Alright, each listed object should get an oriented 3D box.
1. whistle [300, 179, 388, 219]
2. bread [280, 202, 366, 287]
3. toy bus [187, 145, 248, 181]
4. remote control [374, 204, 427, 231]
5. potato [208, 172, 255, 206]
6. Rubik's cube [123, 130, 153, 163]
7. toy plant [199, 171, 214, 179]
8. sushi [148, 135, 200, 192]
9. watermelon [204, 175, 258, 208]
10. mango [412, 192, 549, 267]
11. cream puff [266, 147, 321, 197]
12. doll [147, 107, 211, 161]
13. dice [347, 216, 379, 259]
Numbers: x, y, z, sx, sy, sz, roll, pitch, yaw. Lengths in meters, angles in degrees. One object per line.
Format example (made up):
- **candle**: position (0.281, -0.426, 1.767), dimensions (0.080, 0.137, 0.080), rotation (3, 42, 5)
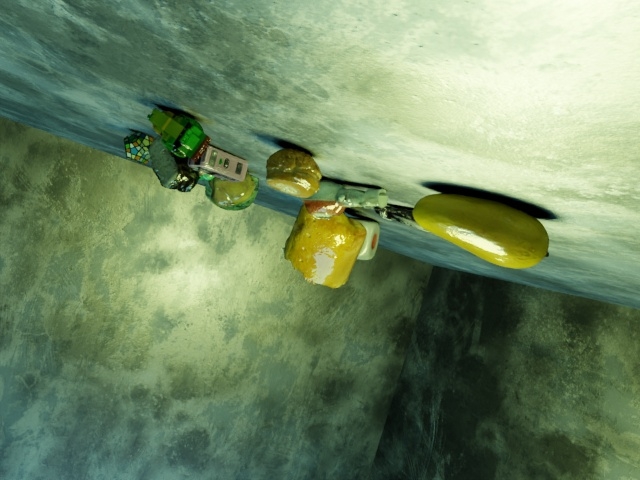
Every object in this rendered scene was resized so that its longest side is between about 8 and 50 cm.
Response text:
- **whistle**: position (0.065, -0.133, 1.558), dimensions (0.346, 0.134, 0.142), rotation (5, 161, 43)
- **bread**: position (0.000, 0.000, 2.148), dimensions (0.361, 0.394, 0.250), rotation (35, -136, 16)
- **toy bus**: position (-0.365, -0.275, 1.701), dimensions (0.108, 0.096, 0.199), rotation (10, 175, 45)
- **remote control**: position (0.297, -0.080, 1.678), dimensions (0.266, 0.066, 0.090), rotation (15, 173, 43)
- **potato**: position (-0.376, -0.227, 2.001), dimensions (0.200, 0.154, 0.137), rotation (-11, -162, 19)
- **Rubik's cube**: position (-0.728, -0.373, 1.913), dimensions (0.133, 0.133, 0.112), rotation (18, -158, -7)
- **toy plant**: position (-0.490, -0.296, 1.919), dimensions (0.143, 0.105, 0.200), rotation (24, 171, 23)
- **sushi**: position (-0.532, -0.278, 1.737), dimensions (0.127, 0.124, 0.225), rotation (11, -137, -57)
- **watermelon**: position (-0.417, -0.249, 2.164), dimensions (0.260, 0.256, 0.176), rotation (8, -129, -53)
- **mango**: position (0.395, -0.031, 1.165), dimensions (0.331, 0.142, 0.195), rotation (20, 173, 2)
- **cream puff**: position (-0.072, -0.187, 1.288), dimensions (0.150, 0.115, 0.165), rotation (9, 165, 26)
- **doll**: position (-0.385, -0.291, 1.282), dimensions (0.186, 0.106, 0.134), rotation (34, 180, 25)
- **dice**: position (0.179, -0.013, 2.357), dimensions (0.192, 0.193, 0.194), rotation (14, -171, 22)
